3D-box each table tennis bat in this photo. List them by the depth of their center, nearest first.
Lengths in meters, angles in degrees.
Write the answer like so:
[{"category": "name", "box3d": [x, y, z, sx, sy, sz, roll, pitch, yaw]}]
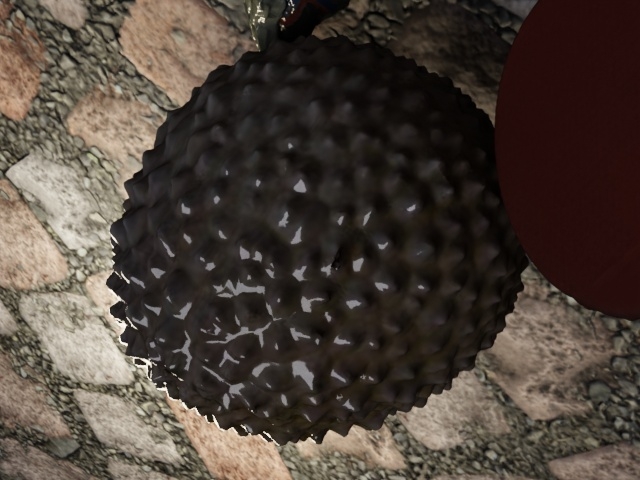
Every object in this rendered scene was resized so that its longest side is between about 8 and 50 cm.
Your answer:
[{"category": "table tennis bat", "box3d": [0.252, -0.042, 0.973, 0.268, 0.051, 0.414, -49, 48, 38]}]

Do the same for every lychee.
[{"category": "lychee", "box3d": [0.000, 0.000, 1.222, 0.380, 0.432, 0.380, 32, 150, 21]}]

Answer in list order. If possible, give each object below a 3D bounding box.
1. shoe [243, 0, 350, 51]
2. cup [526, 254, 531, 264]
[{"category": "shoe", "box3d": [-0.017, -0.254, 1.281, 0.227, 0.125, 0.099, 88, 161, -70]}, {"category": "cup", "box3d": [0.224, -0.017, 1.333, 0.104, 0.074, 0.116, 9, 144, -8]}]
